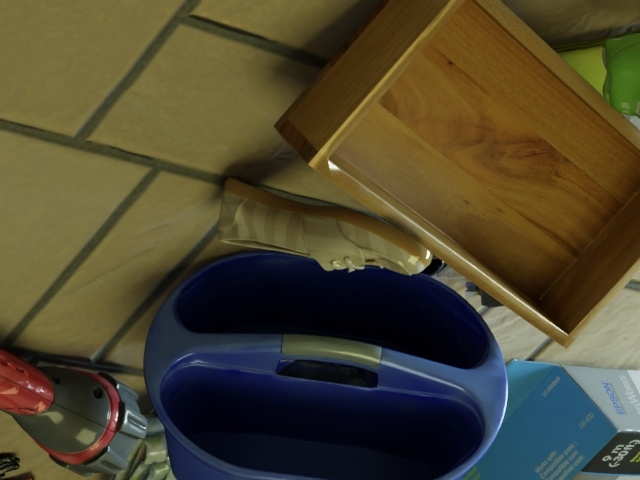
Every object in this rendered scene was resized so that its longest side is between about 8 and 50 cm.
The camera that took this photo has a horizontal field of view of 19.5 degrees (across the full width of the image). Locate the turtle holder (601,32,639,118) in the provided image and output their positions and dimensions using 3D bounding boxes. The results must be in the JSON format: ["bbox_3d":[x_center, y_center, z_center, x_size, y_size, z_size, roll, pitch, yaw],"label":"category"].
[{"bbox_3d":[0.414,-0.128,1.661,0.320,0.227,0.243,-24,147,-2],"label":"turtle holder"}]

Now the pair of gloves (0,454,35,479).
[{"bbox_3d":[-0.343,0.253,1.959,0.074,0.010,0.083,-21,143,0],"label":"pair of gloves"}]

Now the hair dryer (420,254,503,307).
[{"bbox_3d":[0.099,0.015,1.819,0.224,0.080,0.293,-15,145,-9],"label":"hair dryer"}]

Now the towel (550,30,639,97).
[{"bbox_3d":[0.208,-0.145,1.717,0.237,0.021,0.102,-11,148,-16],"label":"towel"}]

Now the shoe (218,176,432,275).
[{"bbox_3d":[0.000,0.000,1.640,0.076,0.219,0.058,32,78,-57],"label":"shoe"}]

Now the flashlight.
[{"bbox_3d":[-0.286,0.136,1.750,0.103,0.103,0.304,-31,145,15],"label":"flashlight"}]

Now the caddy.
[{"bbox_3d":[0.003,0.138,1.760,0.341,0.241,0.179,8,149,-2],"label":"caddy"}]

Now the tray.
[{"bbox_3d":[0.163,-0.071,1.663,0.203,0.076,0.411,-49,134,7],"label":"tray"}]

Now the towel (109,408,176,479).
[{"bbox_3d":[-0.061,0.267,2.070,0.374,0.090,0.320,-3,144,-25],"label":"towel"}]

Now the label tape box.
[{"bbox_3d":[0.311,0.262,2.248,0.334,0.106,0.240,6,136,-35],"label":"label tape box"}]
